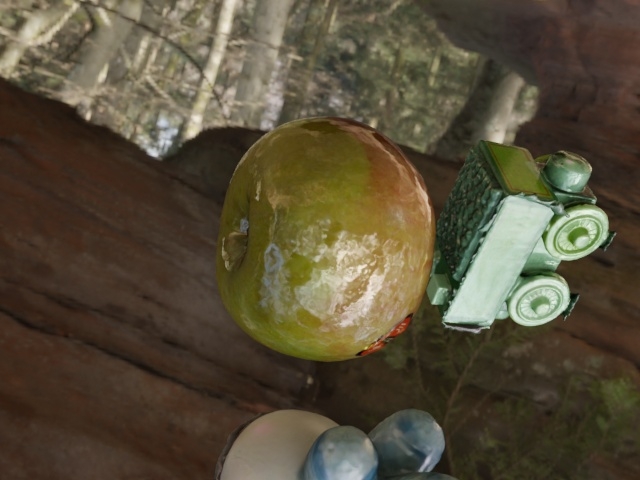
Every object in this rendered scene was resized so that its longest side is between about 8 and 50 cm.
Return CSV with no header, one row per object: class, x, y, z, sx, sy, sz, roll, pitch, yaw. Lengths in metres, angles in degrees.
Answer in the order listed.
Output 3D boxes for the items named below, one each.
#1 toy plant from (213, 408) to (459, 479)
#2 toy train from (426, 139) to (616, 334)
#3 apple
toy plant,0.048,0.312,0.965,0.247,0.247,0.332,11,162,-37
toy train,0.253,-0.003,1.082,0.188,0.271,0.159,7,-142,-16
apple,0.000,0.000,0.817,0.194,0.261,0.261,6,-172,-22
